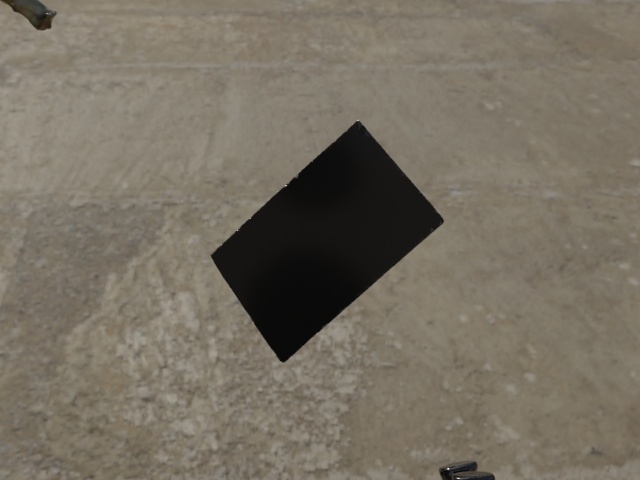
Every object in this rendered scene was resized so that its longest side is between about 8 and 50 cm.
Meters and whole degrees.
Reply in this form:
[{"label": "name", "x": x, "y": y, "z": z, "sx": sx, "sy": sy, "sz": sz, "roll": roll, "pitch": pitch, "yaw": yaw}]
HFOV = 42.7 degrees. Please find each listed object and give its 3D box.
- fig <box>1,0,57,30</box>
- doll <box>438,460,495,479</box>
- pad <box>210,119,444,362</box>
[{"label": "fig", "x": -0.346, "y": -0.231, "z": 0.662, "sx": 0.143, "sy": 0.230, "sz": 0.160, "roll": -49, "pitch": 27, "yaw": -25}, {"label": "doll", "x": 0.126, "y": 0.275, "z": 0.638, "sx": 0.070, "sy": 0.195, "sz": 0.096, "roll": -9, "pitch": -5, "yaw": -2}, {"label": "pad", "x": 0.000, "y": 0.000, "z": 0.917, "sx": 0.163, "sy": 0.243, "sz": 0.004, "roll": 54, "pitch": 13, "yaw": 23}]
